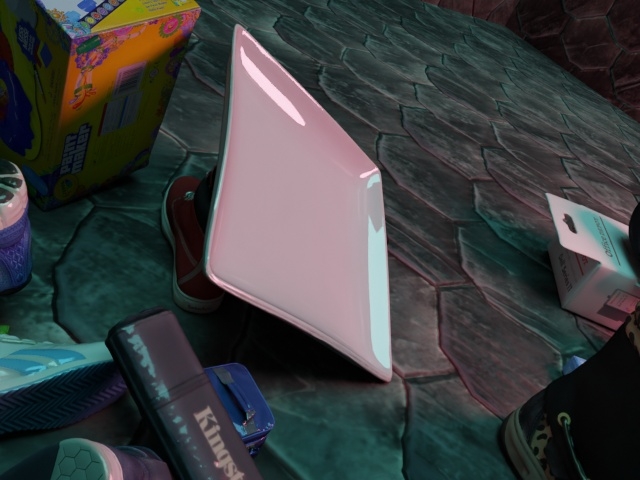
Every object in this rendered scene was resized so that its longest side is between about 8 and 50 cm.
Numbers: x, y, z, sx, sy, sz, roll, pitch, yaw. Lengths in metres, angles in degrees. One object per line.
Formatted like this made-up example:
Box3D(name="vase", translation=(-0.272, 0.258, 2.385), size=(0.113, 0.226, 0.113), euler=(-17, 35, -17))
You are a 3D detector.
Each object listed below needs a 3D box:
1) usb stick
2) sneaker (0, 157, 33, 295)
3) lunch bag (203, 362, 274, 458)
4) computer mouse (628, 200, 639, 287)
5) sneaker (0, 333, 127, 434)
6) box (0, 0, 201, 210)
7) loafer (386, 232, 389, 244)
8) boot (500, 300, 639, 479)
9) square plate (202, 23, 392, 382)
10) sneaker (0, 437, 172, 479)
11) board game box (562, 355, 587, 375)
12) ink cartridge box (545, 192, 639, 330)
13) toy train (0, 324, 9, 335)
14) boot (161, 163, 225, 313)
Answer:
Box3D(name="usb stick", translation=(-0.096, 0.184, 0.511), size=(0.277, 0.045, 0.077), euler=(59, 23, 9))
Box3D(name="sneaker", translation=(-0.419, -0.024, 0.611), size=(0.330, 0.147, 0.130), euler=(20, 37, 27))
Box3D(name="lunch bag", translation=(-0.092, 0.174, 0.596), size=(0.067, 0.065, 0.098), euler=(-7, 45, -39))
Box3D(name="computer mouse", translation=(0.580, 0.036, 1.009), size=(0.189, 0.072, 0.272), euler=(24, 45, -13))
Box3D(name="sneaker", translation=(-0.276, 0.119, 0.536), size=(0.229, 0.087, 0.092), euler=(-4, 41, -39))
Box3D(name="box", translation=(-0.340, -0.248, 0.746), size=(0.279, 0.290, 0.177), euler=(46, 47, 8))
Box3D(name="loafer", translation=(0.000, 0.000, 0.899), size=(0.220, 0.080, 0.078), euler=(12, 60, -19))
Box3D(name="boot", translation=(0.381, 0.252, 0.596), size=(0.138, 0.284, 0.377), euler=(-1, 41, -34))
Box3D(name="square plate", translation=(-0.018, -0.034, 0.739), size=(0.344, 0.049, 0.346), euler=(37, 43, -44))
Box3D(name="sneaker", translation=(-0.221, 0.218, 0.444), size=(0.226, 0.163, 0.086), euler=(-22, 69, 1))
Box3D(name="board game box", translation=(0.440, 0.270, 0.833), size=(0.160, 0.039, 0.211), euler=(20, 34, -7))
Box3D(name="ink cartridge box", translation=(0.558, 0.065, 1.117), size=(0.354, 0.119, 0.207), euler=(24, 35, -4))
Box3D(name="toy train", translation=(-0.351, 0.089, 0.589), size=(0.083, 0.017, 0.023), euler=(10, 27, -22))
Box3D(name="boot", translation=(-0.145, -0.052, 0.772), size=(0.089, 0.176, 0.244), euler=(6, 37, -23))
